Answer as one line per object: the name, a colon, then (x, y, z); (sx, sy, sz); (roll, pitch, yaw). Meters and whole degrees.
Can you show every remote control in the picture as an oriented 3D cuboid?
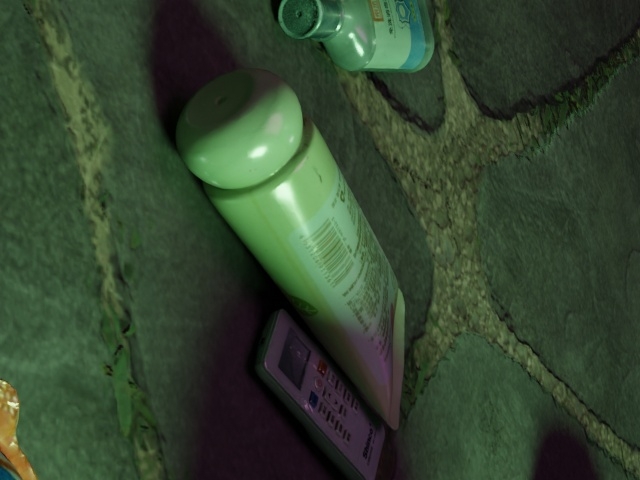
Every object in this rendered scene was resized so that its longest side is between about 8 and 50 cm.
remote control: (0.000, 0.125, 1.221); (0.162, 0.029, 0.061); (51, 35, -30)

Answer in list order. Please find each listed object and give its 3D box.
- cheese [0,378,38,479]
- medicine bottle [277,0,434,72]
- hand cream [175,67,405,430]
cheese: (-0.214, 0.207, 0.704); (0.217, 0.129, 0.329); (35, 67, -43)
medicine bottle: (0.034, -0.191, 1.387); (0.208, 0.054, 0.090); (-9, 86, -61)
hand cream: (0.000, 0.000, 1.210); (0.306, 0.093, 0.147); (55, 27, -37)
